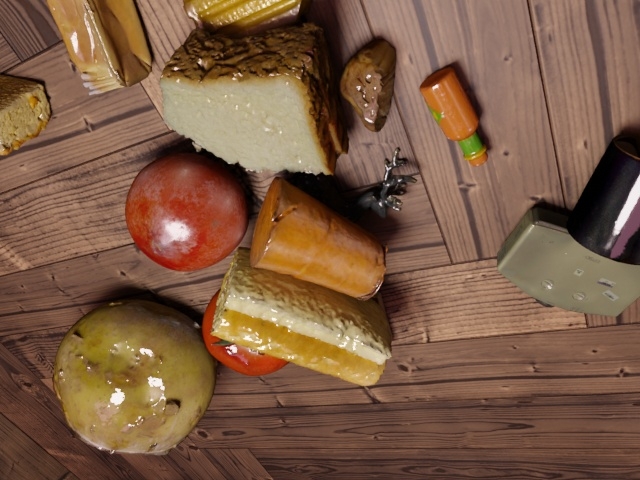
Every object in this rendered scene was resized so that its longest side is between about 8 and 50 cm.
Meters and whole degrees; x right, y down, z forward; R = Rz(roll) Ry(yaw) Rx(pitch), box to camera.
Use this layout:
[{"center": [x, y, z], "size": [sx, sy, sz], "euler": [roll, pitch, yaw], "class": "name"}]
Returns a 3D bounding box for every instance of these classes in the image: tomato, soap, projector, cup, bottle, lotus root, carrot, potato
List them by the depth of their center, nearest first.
[{"center": [-0.117, -0.423, 0.828], "size": [0.232, 0.073, 0.140], "euler": [-12, 125, 25], "class": "soap"}, {"center": [0.572, -0.086, 0.861], "size": [0.166, 0.239, 0.176], "euler": [41, 138, 41], "class": "cup"}, {"center": [0.079, -0.271, 0.868], "size": [0.096, 0.135, 0.159], "euler": [7, 116, 14], "class": "lotus root"}, {"center": [0.250, -0.215, 0.881], "size": [0.069, 0.069, 0.187], "euler": [-23, 117, 31], "class": "bottle"}, {"center": [0.000, 0.000, 0.982], "size": [0.254, 0.196, 0.196], "euler": [19, 132, -17], "class": "carrot"}, {"center": [0.510, 0.052, 0.997], "size": [0.270, 0.088, 0.193], "euler": [22, 132, 1], "class": "projector"}, {"center": [-0.292, -0.054, 1.067], "size": [0.265, 0.265, 0.264], "euler": [9, 129, 11], "class": "tomato"}, {"center": [-0.169, 0.213, 1.241], "size": [0.256, 0.255, 0.224], "euler": [35, 161, -11], "class": "tomato"}, {"center": [-0.500, 0.344, 1.370], "size": [0.442, 0.385, 0.319], "euler": [23, 117, -16], "class": "potato"}]

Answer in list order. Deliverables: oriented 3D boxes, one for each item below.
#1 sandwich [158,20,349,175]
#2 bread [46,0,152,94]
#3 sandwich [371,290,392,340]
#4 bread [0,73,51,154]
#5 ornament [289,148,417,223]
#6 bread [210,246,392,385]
[{"center": [-0.126, -0.246, 0.881], "size": [0.326, 0.131, 0.262], "euler": [5, 153, 19], "class": "sandwich"}, {"center": [-0.411, -0.406, 0.896], "size": [0.107, 0.136, 0.241], "euler": [2, 127, 19], "class": "bread"}, {"center": [0.123, 0.189, 1.250], "size": [0.193, 0.058, 0.162], "euler": [25, 130, 0], "class": "sandwich"}, {"center": [-0.760, -0.287, 1.073], "size": [0.275, 0.184, 0.114], "euler": [12, 136, 8], "class": "bread"}, {"center": [0.074, -0.117, 1.012], "size": [0.236, 0.080, 0.202], "euler": [-26, 119, 35], "class": "ornament"}, {"center": [-0.034, 0.157, 1.070], "size": [0.376, 0.236, 0.165], "euler": [23, 114, -12], "class": "bread"}]
